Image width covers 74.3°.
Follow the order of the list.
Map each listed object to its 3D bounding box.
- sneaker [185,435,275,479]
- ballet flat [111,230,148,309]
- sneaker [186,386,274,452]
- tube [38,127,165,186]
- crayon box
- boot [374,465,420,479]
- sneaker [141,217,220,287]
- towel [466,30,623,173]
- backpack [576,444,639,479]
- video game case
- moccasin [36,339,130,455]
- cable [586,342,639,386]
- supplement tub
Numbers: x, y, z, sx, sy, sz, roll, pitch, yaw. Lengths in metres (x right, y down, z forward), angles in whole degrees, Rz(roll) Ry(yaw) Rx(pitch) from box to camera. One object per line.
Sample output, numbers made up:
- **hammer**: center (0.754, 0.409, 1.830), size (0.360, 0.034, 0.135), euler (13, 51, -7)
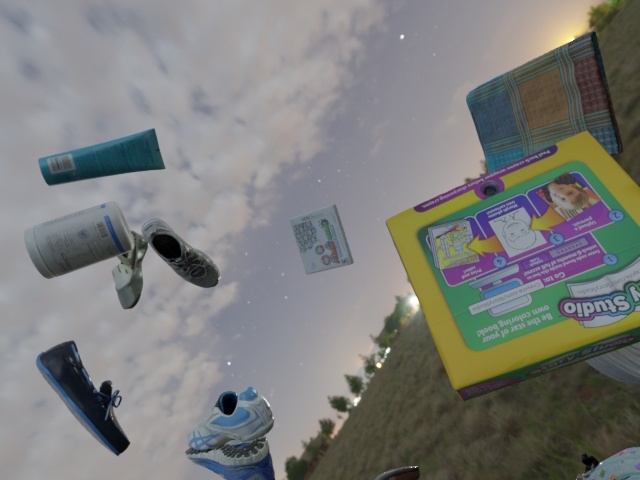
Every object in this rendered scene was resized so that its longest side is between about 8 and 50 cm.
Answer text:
- **sneaker**: center (-0.241, 0.592, 1.117), size (0.330, 0.147, 0.130), euler (-17, 5, 45)
- **ballet flat**: center (-0.450, 0.062, 0.981), size (0.072, 0.213, 0.068), euler (-29, -46, 18)
- **sneaker**: center (-0.167, 0.313, 0.743), size (0.237, 0.086, 0.085), euler (-34, -15, 39)
- **tube**: center (-0.409, -0.152, 0.799), size (0.207, 0.052, 0.080), euler (-17, -63, -19)
- **crayon box**: center (0.328, 0.035, 0.671), size (0.363, 0.313, 0.106), euler (-24, -35, 11)
- **boot**: center (0.219, 0.819, 1.196), size (0.264, 0.280, 0.096), euler (-18, -26, -17)
- **sneaker**: center (-0.411, 0.057, 1.243), size (0.105, 0.281, 0.115), euler (-47, 28, -2)
- **towel**: center (0.525, -0.300, 1.045), size (0.040, 0.271, 0.370), euler (-20, 6, -20)
- **backpack**: center (0.488, 0.380, 0.619), size (0.115, 0.152, 0.182), euler (-47, -22, -41)
- **video game case**: center (0.000, 0.000, 1.091), size (0.143, 0.157, 0.019), euler (-16, 4, 31)
- **moccasin**: center (-0.609, 0.413, 1.132), size (0.117, 0.342, 0.138), euler (-39, 5, -42)
- **cable**: center (0.589, 0.160, 0.832), size (0.257, 0.257, 0.089), euler (-5, -36, -21)
- **supplement tub**: center (-0.301, -0.002, 0.537), size (0.107, 0.071, 0.071), euler (-21, -28, -16)
